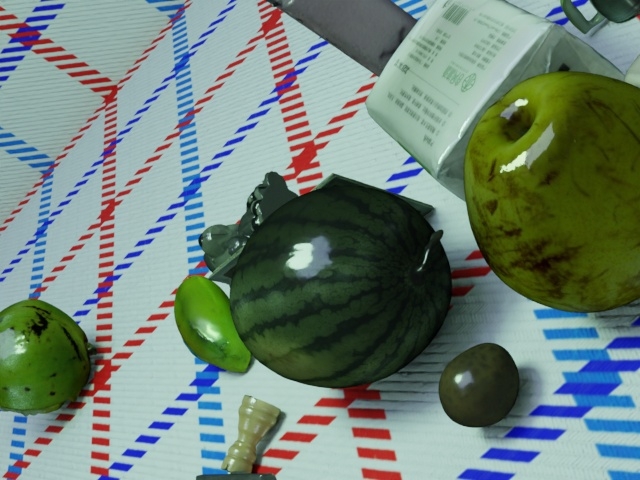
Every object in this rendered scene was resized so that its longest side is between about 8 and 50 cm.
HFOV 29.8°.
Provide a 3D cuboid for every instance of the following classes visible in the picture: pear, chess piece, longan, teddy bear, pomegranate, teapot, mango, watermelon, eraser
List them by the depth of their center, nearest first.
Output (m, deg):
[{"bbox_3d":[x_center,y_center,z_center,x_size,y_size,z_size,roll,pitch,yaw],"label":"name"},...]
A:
[{"bbox_3d":[0.291,-0.059,1.383,0.283,0.284,0.283,-40,31,30],"label":"pear"},{"bbox_3d":[0.194,0.176,1.475,0.113,0.092,0.113,-54,15,21],"label":"longan"},{"bbox_3d":[0.032,0.063,1.662,0.359,0.279,0.278,-16,47,51],"label":"watermelon"},{"bbox_3d":[0.407,-0.359,1.711,0.124,0.091,0.092,-55,25,2],"label":"teapot"},{"bbox_3d":[-0.113,0.309,1.886,0.066,0.066,0.122,2,68,60],"label":"chess piece"},{"bbox_3d":[0.072,-0.348,1.964,0.122,0.359,0.272,-54,26,8],"label":"eraser"},{"bbox_3d":[-0.192,0.156,2.129,0.111,0.125,0.233,-33,48,-8],"label":"mango"},{"bbox_3d":[-0.133,0.017,2.155,0.251,0.144,0.171,-44,40,28],"label":"teddy bear"},{"bbox_3d":[-0.656,0.256,2.592,0.260,0.341,0.260,178,90,-76],"label":"pomegranate"}]

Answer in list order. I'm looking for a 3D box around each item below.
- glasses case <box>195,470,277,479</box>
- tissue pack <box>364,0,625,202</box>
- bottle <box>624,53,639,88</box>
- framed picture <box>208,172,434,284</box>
[{"bbox_3d":[-0.126,0.386,1.817,0.191,0.042,0.072,-16,85,53],"label":"glasses case"},{"bbox_3d":[0.237,-0.205,1.713,0.266,0.194,0.356,-53,25,10],"label":"tissue pack"},{"bbox_3d":[0.480,-0.234,1.398,0.236,0.147,0.147,-51,26,0],"label":"bottle"},{"bbox_3d":[0.000,0.000,1.859,0.293,0.231,0.018,-38,55,31],"label":"framed picture"}]
